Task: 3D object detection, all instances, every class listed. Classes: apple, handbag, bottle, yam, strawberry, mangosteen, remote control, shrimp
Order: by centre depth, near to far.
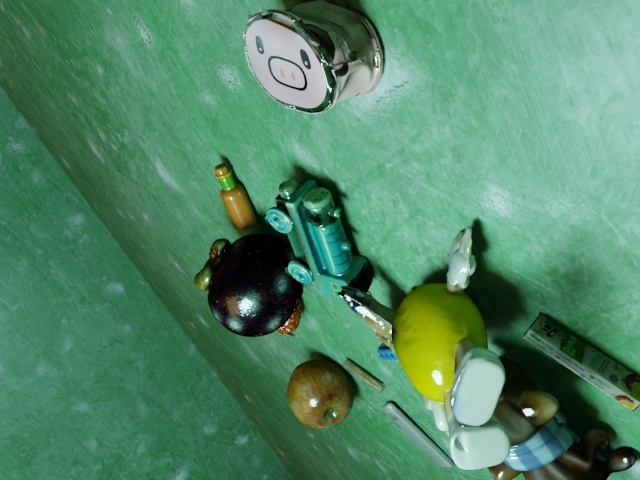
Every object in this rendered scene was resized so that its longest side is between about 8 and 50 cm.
[{"bbox_3d":[-0.012,-0.295,0.925,0.205,0.116,0.179,30,147,33],"label":"handbag"},{"bbox_3d":[0.153,0.205,1.305,0.317,0.062,0.164,39,155,-11],"label":"shrimp"},{"bbox_3d":[-0.186,0.111,1.525,0.288,0.288,0.288,35,150,24],"label":"mangosteen"},{"bbox_3d":[-0.229,-0.119,1.528,0.069,0.069,0.187,18,139,44],"label":"bottle"},{"bbox_3d":[-0.119,0.170,1.718,0.175,0.107,0.235,-104,-11,-63],"label":"strawberry"},{"bbox_3d":[0.128,0.403,1.727,0.145,0.032,0.032,32,149,30],"label":"yam"},{"bbox_3d":[0.292,0.582,1.733,0.261,0.029,0.067,43,152,4],"label":"remote control"},{"bbox_3d":[0.000,0.491,1.845,0.188,0.211,0.211,-124,10,-54],"label":"apple"}]

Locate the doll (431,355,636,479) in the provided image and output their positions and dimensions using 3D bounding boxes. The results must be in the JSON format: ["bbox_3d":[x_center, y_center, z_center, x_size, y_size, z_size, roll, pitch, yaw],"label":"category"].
[{"bbox_3d":[0.400,0.376,1.133,0.318,0.209,0.339,-31,110,31],"label":"doll"}]

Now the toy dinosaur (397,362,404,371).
[{"bbox_3d":[0.233,0.343,1.508,0.083,0.021,0.062,32,156,36],"label":"toy dinosaur"}]

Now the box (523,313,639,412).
[{"bbox_3d":[0.449,0.205,0.981,0.207,0.050,0.041,35,149,23],"label":"box"}]

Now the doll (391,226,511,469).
[{"bbox_3d":[0.228,0.186,1.022,0.161,0.422,0.348,6,140,-6],"label":"doll"}]

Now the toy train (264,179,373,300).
[{"bbox_3d":[0.000,0.000,1.304,0.194,0.120,0.298,14,138,37],"label":"toy train"}]

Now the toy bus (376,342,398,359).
[{"bbox_3d":[0.182,0.282,1.475,0.038,0.046,0.083,53,152,-9],"label":"toy bus"}]

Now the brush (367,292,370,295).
[{"bbox_3d":[0.112,0.124,1.410,0.024,0.008,0.083,20,141,45],"label":"brush"}]
